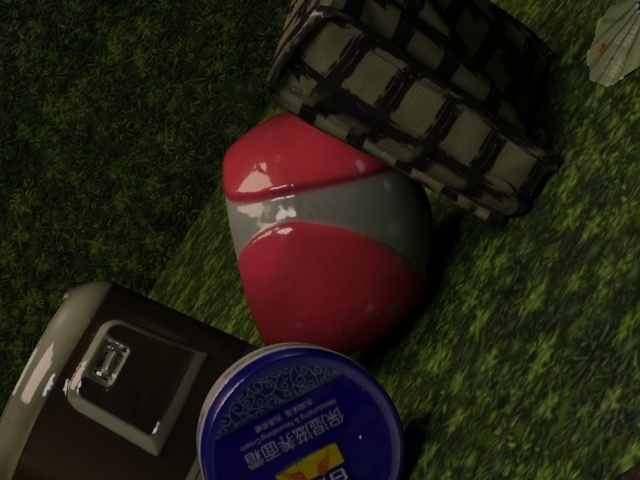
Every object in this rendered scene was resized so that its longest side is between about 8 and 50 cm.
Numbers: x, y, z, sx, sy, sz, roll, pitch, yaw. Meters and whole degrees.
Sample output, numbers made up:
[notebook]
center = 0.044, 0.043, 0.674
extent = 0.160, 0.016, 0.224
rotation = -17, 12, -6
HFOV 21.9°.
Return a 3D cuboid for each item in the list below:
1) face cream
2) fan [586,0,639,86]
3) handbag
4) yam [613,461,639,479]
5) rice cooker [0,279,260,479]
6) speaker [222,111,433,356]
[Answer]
[face cream]
center = -0.023, 0.208, 1.683
extent = 0.206, 0.206, 0.111
rotation = -58, 9, -1
[fan]
center = 0.339, -0.226, 1.808
extent = 0.131, 0.009, 0.240
rotation = -59, 14, 5
[handbag]
center = 0.113, -0.206, 1.876
extent = 0.162, 0.327, 0.325
rotation = -50, 15, 32
[yam]
center = 0.211, 0.208, 1.198
extent = 0.274, 0.061, 0.061
rotation = -43, 20, 48
[rice cooker]
center = -0.213, 0.241, 2.021
extent = 0.335, 0.325, 0.335
rotation = -64, 0, 0
[speaker]
center = 0.000, 0.000, 1.922
extent = 0.294, 0.294, 0.294
rotation = -52, 15, 20
